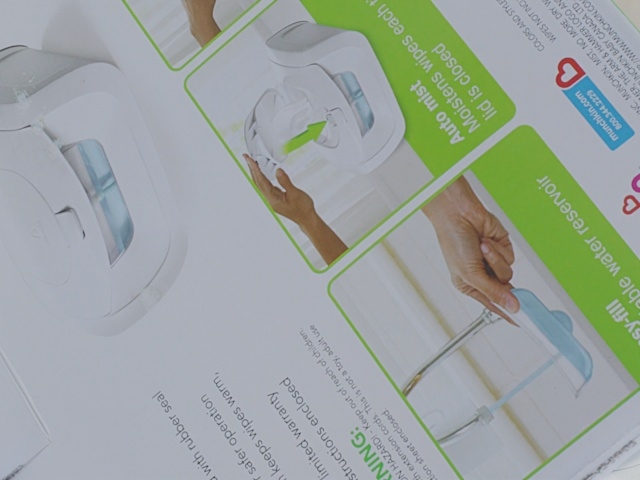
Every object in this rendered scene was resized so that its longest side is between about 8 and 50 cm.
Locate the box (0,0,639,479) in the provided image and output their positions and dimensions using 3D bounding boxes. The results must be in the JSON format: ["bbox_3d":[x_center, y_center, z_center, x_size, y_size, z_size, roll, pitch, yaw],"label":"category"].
[{"bbox_3d":[0.000,0.000,0.608,0.231,0.262,0.127,-41,153,9],"label":"box"}]
